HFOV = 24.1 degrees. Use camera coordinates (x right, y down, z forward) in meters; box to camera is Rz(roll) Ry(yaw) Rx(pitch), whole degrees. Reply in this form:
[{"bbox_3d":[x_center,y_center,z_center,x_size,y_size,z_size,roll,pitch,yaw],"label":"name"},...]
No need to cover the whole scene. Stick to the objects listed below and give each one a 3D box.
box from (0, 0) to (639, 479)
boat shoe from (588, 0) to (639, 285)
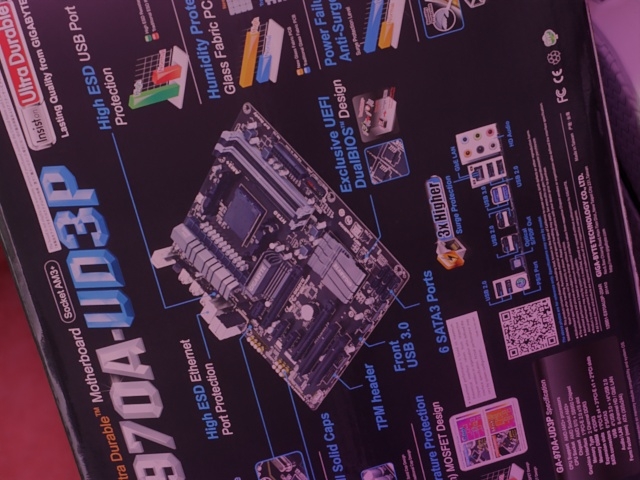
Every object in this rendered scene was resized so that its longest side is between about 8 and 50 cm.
[{"bbox_3d":[0.000,0.000,0.444,0.175,0.051,0.220,-17,111,-5],"label":"box"},{"bbox_3d":[0.172,0.043,0.465,0.094,0.109,0.302,-25,92,-6],"label":"boat shoe"}]
